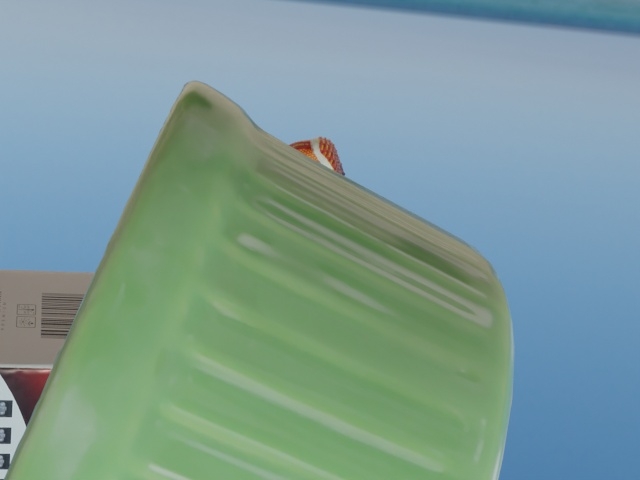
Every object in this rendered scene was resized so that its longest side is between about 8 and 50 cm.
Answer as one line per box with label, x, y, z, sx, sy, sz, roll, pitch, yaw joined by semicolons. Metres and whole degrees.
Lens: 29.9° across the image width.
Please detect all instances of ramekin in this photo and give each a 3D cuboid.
ramekin;-0.046;0.103;0.489;0.148;0.303;0.303;24;-171;-7

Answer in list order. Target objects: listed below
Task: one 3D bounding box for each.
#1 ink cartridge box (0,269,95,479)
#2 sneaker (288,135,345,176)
ink cartridge box;-0.305;0.180;0.947;0.272;0.309;0.130;2;-149;-13
sneaker;0.000;0.000;0.875;0.067;0.175;0.064;-15;-147;9
